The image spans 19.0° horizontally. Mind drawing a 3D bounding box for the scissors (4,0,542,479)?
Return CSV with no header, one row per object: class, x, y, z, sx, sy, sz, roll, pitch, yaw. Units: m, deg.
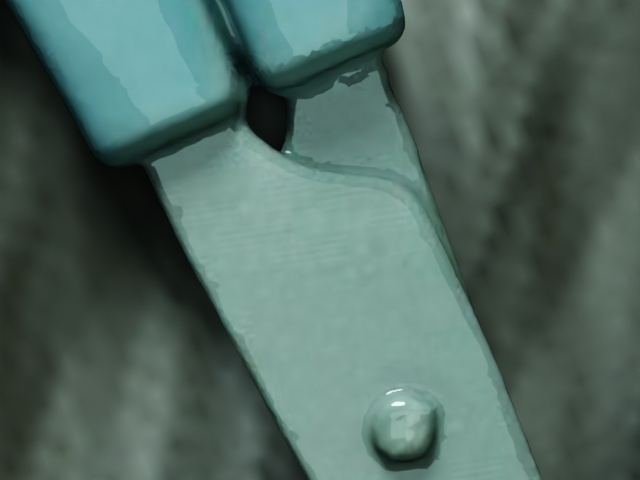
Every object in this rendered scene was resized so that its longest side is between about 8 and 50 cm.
scissors,0.000,0.000,0.391,0.192,0.029,0.447,-24,94,1
